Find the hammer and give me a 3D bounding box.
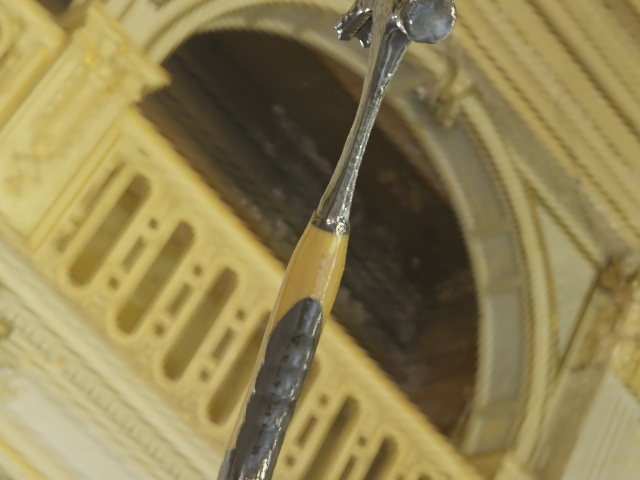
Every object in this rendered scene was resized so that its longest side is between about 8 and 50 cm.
[{"bbox_3d":[0.000,0.000,0.596,0.021,0.201,0.078,16,10,-17],"label":"hammer"}]
